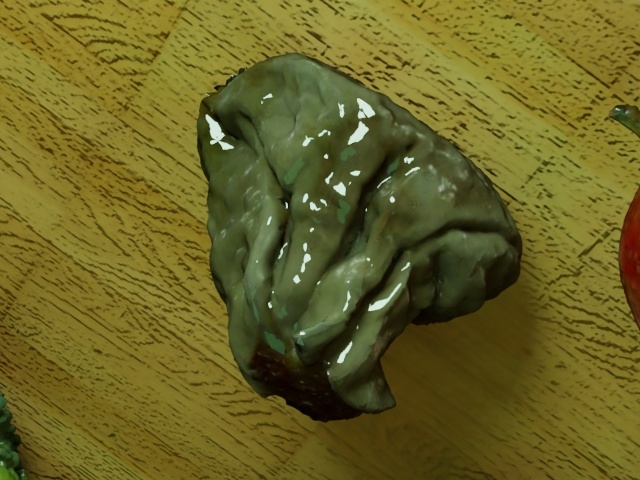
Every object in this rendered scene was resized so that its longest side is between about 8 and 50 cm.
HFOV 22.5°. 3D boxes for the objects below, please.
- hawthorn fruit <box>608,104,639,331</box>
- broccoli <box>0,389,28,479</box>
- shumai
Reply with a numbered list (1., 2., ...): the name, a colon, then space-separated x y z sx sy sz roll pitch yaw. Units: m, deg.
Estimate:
1. hawthorn fruit: 0.248 0.001 0.906 0.225 0.196 0.196 45 129 4
2. broccoli: -0.365 0.247 1.288 0.293 0.281 0.348 32 130 3
3. shumai: 0.004 0.000 1.011 0.184 0.185 0.218 -28 107 36
